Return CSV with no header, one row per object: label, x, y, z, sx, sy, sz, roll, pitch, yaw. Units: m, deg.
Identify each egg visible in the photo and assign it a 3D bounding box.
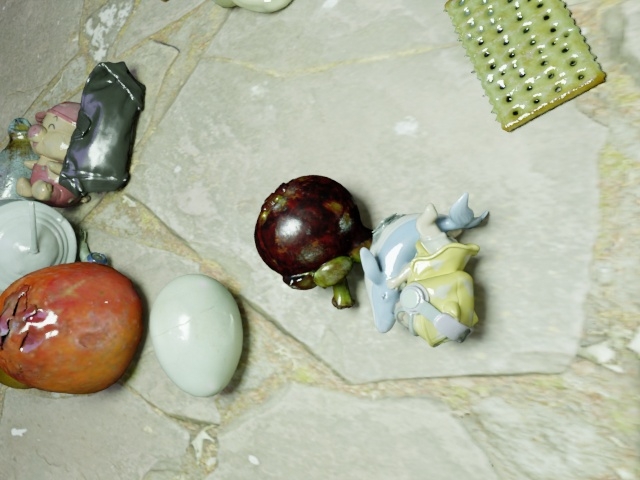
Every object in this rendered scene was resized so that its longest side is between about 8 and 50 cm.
egg,-0.206,0.158,0.902,0.151,0.151,0.209,-27,71,31

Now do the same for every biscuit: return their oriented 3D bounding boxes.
biscuit,0.258,-0.267,0.709,0.139,0.016,0.231,-28,67,29

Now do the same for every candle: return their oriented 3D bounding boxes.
candle,-0.694,0.012,1.227,0.343,0.222,0.221,9,88,50

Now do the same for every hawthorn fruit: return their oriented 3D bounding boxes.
hawthorn fruit,-0.517,0.165,1.038,0.276,0.308,0.275,-7,77,33

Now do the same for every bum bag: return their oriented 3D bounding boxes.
bum bag,-0.480,-0.246,1.206,0.080,0.142,0.325,-177,102,-73

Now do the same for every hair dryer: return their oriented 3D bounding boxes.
hair dryer,-0.559,0.079,1.254,0.199,0.068,0.167,33,108,47

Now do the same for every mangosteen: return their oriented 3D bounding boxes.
mangosteen,-0.004,-0.010,0.787,0.184,0.172,0.172,25,90,-8

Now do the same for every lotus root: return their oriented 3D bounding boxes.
lotus root,-0.798,-0.160,1.422,0.158,0.140,0.321,11,84,62

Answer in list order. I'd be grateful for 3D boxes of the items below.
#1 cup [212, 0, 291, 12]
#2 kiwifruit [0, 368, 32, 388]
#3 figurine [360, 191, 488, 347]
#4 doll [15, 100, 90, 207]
cup,-0.148,-0.537,1.002,0.202,0.255,0.173,-55,13,15
kiwifruit,-0.677,0.234,1.225,0.234,0.196,0.195,33,102,30
figurine,0.138,0.037,0.681,0.208,0.128,0.184,-51,58,13
doll,-0.622,-0.209,1.275,0.196,0.152,0.255,16,85,12
